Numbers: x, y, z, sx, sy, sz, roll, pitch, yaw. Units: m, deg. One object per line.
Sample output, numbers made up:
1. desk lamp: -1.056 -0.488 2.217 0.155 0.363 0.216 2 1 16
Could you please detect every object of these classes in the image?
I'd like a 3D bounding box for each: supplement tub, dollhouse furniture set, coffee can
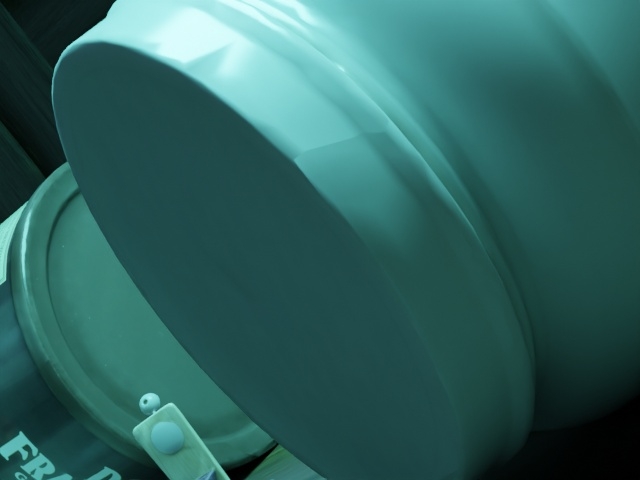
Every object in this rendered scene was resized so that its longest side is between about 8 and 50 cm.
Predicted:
1. supplement tub: 0.085 -0.076 0.584 0.316 0.228 0.228 -39 5 -23
2. dollhouse furniture set: -0.094 0.135 0.788 0.114 0.081 0.091 -37 5 15
3. coffee can: -0.169 0.094 1.013 0.275 0.201 0.201 -34 6 40
